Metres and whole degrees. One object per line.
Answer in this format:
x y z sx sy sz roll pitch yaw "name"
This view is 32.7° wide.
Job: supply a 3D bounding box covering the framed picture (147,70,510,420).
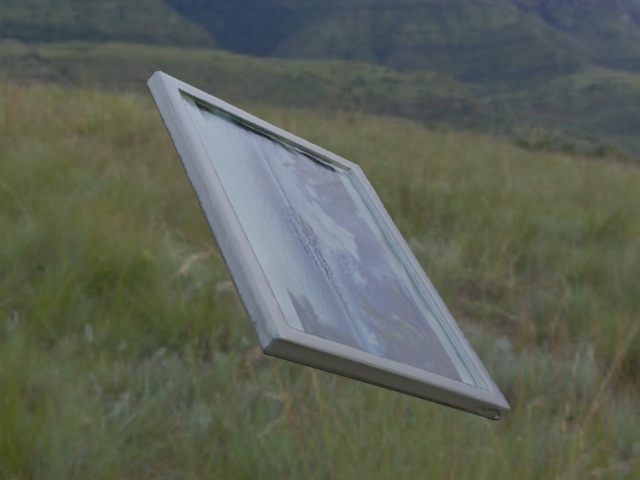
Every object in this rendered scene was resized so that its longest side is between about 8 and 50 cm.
0.000 0.000 0.838 0.232 0.024 0.315 21 26 -39 "framed picture"
